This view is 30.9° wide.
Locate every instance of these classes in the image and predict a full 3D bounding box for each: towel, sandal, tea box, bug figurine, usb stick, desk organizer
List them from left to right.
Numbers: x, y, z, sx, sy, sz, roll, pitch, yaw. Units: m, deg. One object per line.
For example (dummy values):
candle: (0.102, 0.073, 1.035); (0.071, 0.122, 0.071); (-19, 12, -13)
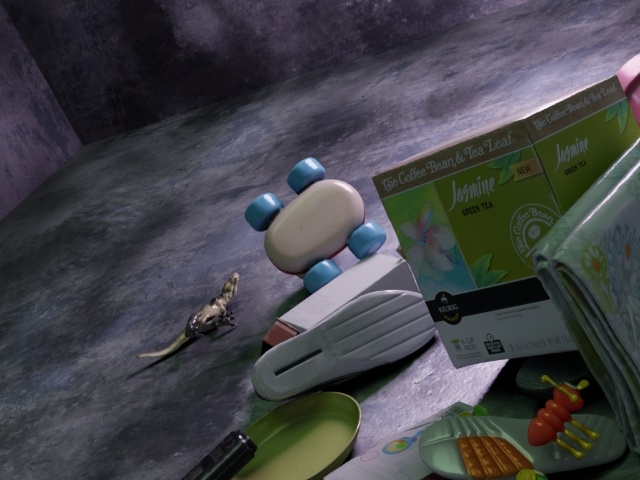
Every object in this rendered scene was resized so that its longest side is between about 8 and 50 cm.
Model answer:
usb stick: (-0.208, 0.394, 1.742); (0.278, 0.045, 0.077); (-44, 16, -11)
desk organizer: (-0.074, 0.193, 2.006); (0.047, 0.130, 0.050); (30, 59, 11)
sandal: (0.261, 0.285, 1.499); (0.265, 0.076, 0.102); (-3, 41, 5)
tea box: (0.300, -0.017, 1.651); (0.220, 0.324, 0.329); (-25, 3, -36)
bug figurine: (0.307, 0.278, 1.328); (0.216, 0.072, 0.279); (-55, 36, -7)
sandal: (0.392, 0.166, 1.644); (0.254, 0.054, 0.097); (-25, 27, -21)
towel: (0.449, 0.046, 1.476); (0.374, 0.320, 0.090); (-42, 20, -32)

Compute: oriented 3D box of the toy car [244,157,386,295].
toy car: (0.000, 0.000, 2.260); (0.210, 0.219, 0.238); (-41, -19, -6)

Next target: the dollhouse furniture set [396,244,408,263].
dollhouse furniture set: (0.300, -0.011, 2.059); (0.212, 0.161, 0.242); (11, 63, 49)

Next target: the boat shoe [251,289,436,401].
boat shoe: (0.033, 0.172, 1.927); (0.335, 0.121, 0.119); (-19, -9, -15)

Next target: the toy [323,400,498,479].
toy: (0.139, 0.307, 1.595); (0.237, 0.056, 0.137); (-29, 18, -20)

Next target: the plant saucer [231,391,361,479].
plant saucer: (-0.040, 0.323, 1.784); (0.241, 0.037, 0.241); (-24, 21, 10)

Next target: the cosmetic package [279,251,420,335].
cosmetic package: (0.053, 0.119, 2.076); (0.231, 0.085, 0.117); (-33, 22, -21)

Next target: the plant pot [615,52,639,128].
plant pot: (0.635, -0.220, 2.061); (0.201, 0.201, 0.180); (-26, 38, 2)

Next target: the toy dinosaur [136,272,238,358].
toy dinosaur: (-0.241, 0.167, 2.338); (0.268, 0.064, 0.118); (-39, 18, -23)
